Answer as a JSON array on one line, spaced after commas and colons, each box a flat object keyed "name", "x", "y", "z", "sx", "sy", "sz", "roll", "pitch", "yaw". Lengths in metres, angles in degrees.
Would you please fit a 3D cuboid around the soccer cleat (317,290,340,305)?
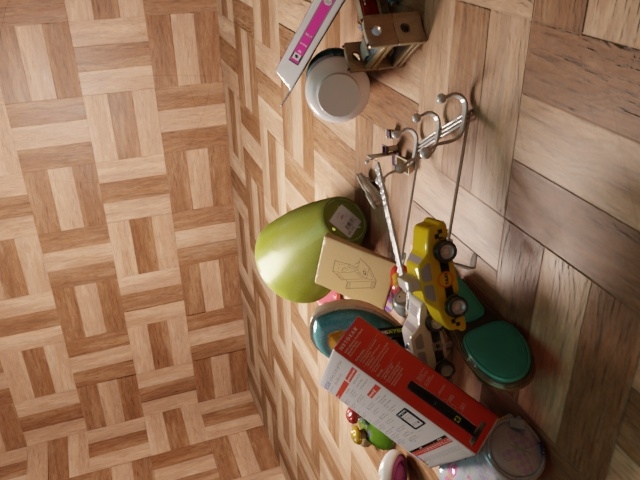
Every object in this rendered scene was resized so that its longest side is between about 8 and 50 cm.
[{"name": "soccer cleat", "x": 0.010, "y": 0.164, "z": 2.145, "sx": 0.095, "sy": 0.083, "sz": 0.248, "roll": 55, "pitch": 176, "yaw": -40}]

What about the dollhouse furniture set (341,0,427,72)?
[{"name": "dollhouse furniture set", "x": 0.114, "y": -0.460, "z": 1.332, "sx": 0.129, "sy": 0.129, "sz": 0.183, "roll": 149, "pitch": 109, "yaw": -71}]

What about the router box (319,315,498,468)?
[{"name": "router box", "x": 0.151, "y": 0.310, "z": 1.271, "sx": 0.301, "sy": 0.082, "sz": 0.335, "roll": 36, "pitch": 159, "yaw": 9}]

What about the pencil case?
[{"name": "pencil case", "x": 0.319, "y": 0.425, "z": 1.244, "sx": 0.273, "sy": 0.113, "sz": 0.124, "roll": 109, "pitch": 159, "yaw": -57}]

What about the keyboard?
[{"name": "keyboard", "x": 0.138, "y": -0.026, "z": 1.265, "sx": 0.072, "sy": 0.014, "sz": 0.256, "roll": -10, "pitch": -92, "yaw": -83}]

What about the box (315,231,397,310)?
[{"name": "box", "x": 0.089, "y": 0.083, "z": 1.669, "sx": 0.201, "sy": 0.021, "sz": 0.164, "roll": 23, "pitch": 129, "yaw": 15}]

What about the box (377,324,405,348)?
[{"name": "box", "x": 0.173, "y": 0.282, "z": 1.490, "sx": 0.045, "sy": 0.184, "sz": 0.190, "roll": -109, "pitch": 15, "yaw": -59}]

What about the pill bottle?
[{"name": "pill bottle", "x": 0.037, "y": -0.355, "z": 1.491, "sx": 0.264, "sy": 0.146, "sz": 0.146, "roll": -93, "pitch": 0, "yaw": -67}]

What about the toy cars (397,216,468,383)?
[{"name": "toy cars", "x": 0.183, "y": 0.128, "z": 1.151, "sx": 0.393, "sy": 0.087, "sz": 0.176, "roll": 84, "pitch": 170, "yaw": -50}]

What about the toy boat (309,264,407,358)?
[{"name": "toy boat", "x": 0.125, "y": 0.202, "z": 1.562, "sx": 0.318, "sy": 0.267, "sz": 0.148, "roll": -52, "pitch": 26, "yaw": 29}]

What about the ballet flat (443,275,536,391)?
[{"name": "ballet flat", "x": 0.294, "y": 0.190, "z": 1.206, "sx": 0.342, "sy": 0.116, "sz": 0.124, "roll": -126, "pitch": 16, "yaw": -58}]

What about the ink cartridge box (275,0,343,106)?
[{"name": "ink cartridge box", "x": -0.012, "y": -0.495, "z": 1.513, "sx": 0.371, "sy": 0.069, "sz": 0.176, "roll": -53, "pitch": 10, "yaw": 47}]

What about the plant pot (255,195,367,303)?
[{"name": "plant pot", "x": 0.000, "y": 0.000, "z": 1.817, "sx": 0.293, "sy": 0.275, "sz": 0.275, "roll": -40, "pitch": 61, "yaw": 52}]

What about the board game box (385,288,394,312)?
[{"name": "board game box", "x": 0.146, "y": 0.116, "z": 1.732, "sx": 0.168, "sy": 0.033, "sz": 0.133, "roll": -133, "pitch": 37, "yaw": -60}]

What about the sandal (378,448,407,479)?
[{"name": "sandal", "x": 0.225, "y": 0.775, "z": 1.747, "sx": 0.102, "sy": 0.169, "sz": 0.416, "roll": -2, "pitch": 101, "yaw": 32}]

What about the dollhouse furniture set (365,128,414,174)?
[{"name": "dollhouse furniture set", "x": 0.152, "y": -0.191, "z": 1.451, "sx": 0.114, "sy": 0.081, "sz": 0.091, "roll": -135, "pitch": 37, "yaw": -61}]

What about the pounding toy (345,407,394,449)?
[{"name": "pounding toy", "x": 0.123, "y": 0.541, "z": 1.931, "sx": 0.237, "sy": 0.110, "sz": 0.183, "roll": 134, "pitch": 124, "yaw": -69}]

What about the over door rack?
[{"name": "over door rack", "x": 0.194, "y": -0.093, "z": 1.247, "sx": 0.239, "sy": 0.108, "sz": 0.324, "roll": 154, "pitch": 117, "yaw": -73}]

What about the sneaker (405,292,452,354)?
[{"name": "sneaker", "x": 0.226, "y": 0.164, "z": 1.395, "sx": 0.083, "sy": 0.084, "sz": 0.215, "roll": -14, "pitch": 76, "yaw": 39}]

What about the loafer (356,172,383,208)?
[{"name": "loafer", "x": 0.129, "y": -0.131, "z": 1.647, "sx": 0.045, "sy": 0.039, "sz": 0.125, "roll": 49, "pitch": -166, "yaw": -47}]
